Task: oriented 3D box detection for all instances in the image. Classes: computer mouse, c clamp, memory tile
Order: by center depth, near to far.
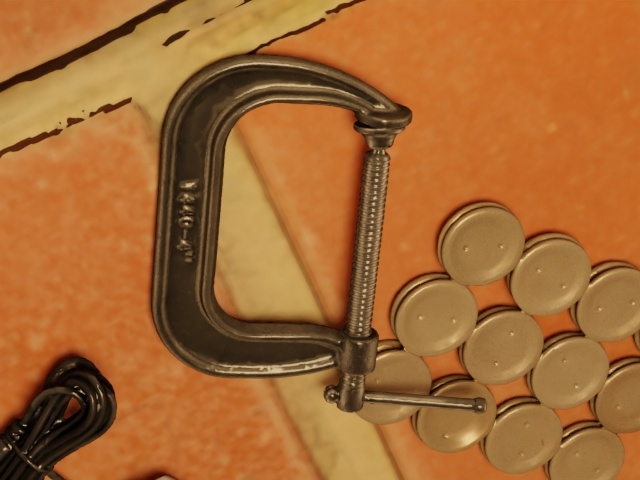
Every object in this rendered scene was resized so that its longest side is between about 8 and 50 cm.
[{"bbox_3d":[0.000,0.000,0.765,0.137,0.022,0.160,-3,116,-5],"label":"c clamp"},{"bbox_3d":[-0.066,0.135,0.805,0.193,0.042,0.106,38,100,-30],"label":"computer mouse"},{"bbox_3d":[0.092,0.050,0.830,0.148,0.012,0.113,22,108,-27],"label":"memory tile"}]
